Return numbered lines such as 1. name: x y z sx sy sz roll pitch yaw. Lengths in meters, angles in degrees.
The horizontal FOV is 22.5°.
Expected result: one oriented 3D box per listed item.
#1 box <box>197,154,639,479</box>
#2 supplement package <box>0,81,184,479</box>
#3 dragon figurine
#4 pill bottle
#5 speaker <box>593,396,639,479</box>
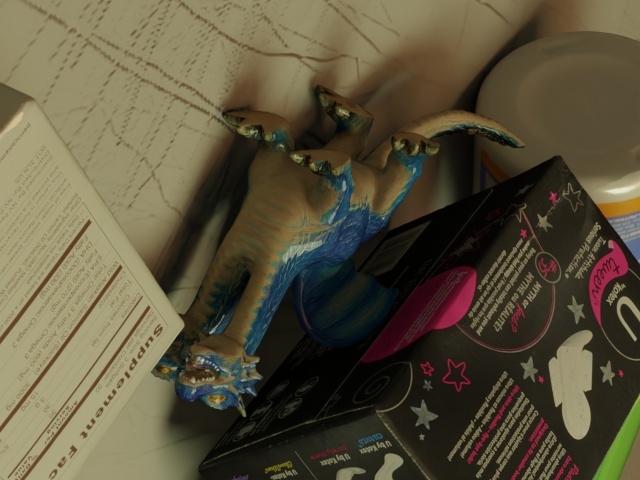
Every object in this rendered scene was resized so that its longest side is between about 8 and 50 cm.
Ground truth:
1. box: 0.076 0.092 0.953 0.163 0.142 0.247 -25 -163 45
2. supplement package: -0.141 0.012 0.592 0.105 0.105 0.179 -55 155 -17
3. dragon figurine: 0.000 0.000 0.883 0.289 0.085 0.144 -23 135 -54
4. pill bottle: 0.184 -0.005 1.160 0.152 0.152 0.272 -48 152 -29
5. speaker: 0.221 0.179 1.458 0.131 0.131 0.296 -24 136 -54
